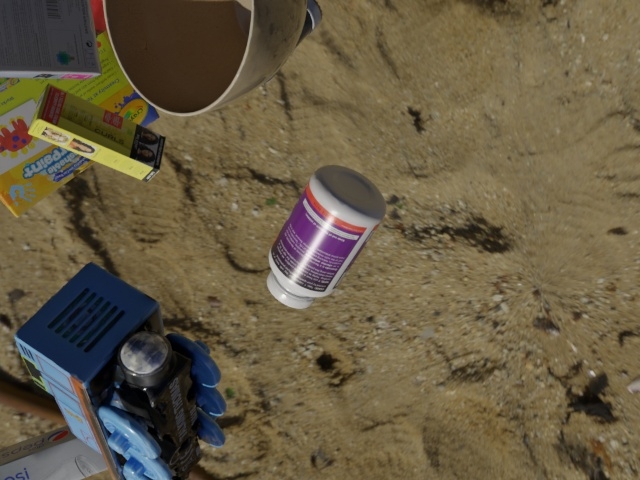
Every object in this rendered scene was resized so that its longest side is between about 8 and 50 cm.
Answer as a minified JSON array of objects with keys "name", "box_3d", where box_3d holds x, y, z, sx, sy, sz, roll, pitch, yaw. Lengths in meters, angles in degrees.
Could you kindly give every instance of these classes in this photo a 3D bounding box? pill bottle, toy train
[{"name":"pill bottle","box_3d":[0.000,0.000,1.709,0.181,0.181,0.323,42,123,14]},{"name":"toy train","box_3d":[-0.118,0.098,0.476,0.105,0.184,0.080,31,58,16]}]

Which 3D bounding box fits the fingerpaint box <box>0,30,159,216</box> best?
[{"name":"fingerpaint box","box_3d":[-0.683,-0.343,1.858,0.445,0.371,0.163,-41,39,-19]}]

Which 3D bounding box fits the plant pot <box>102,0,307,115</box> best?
[{"name":"plant pot","box_3d":[-0.127,-0.318,1.017,0.284,0.191,0.284,13,110,37]}]

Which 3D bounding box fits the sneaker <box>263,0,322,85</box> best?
[{"name":"sneaker","box_3d":[-0.126,-0.328,1.328,0.099,0.282,0.153,46,60,-19]}]

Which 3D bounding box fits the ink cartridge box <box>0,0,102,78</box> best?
[{"name":"ink cartridge box","box_3d":[-0.560,-0.388,1.365,0.065,0.311,0.186,-5,94,47]}]

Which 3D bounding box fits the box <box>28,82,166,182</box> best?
[{"name":"box","box_3d":[-0.402,-0.193,1.384,0.058,0.232,0.087,-33,43,45]}]

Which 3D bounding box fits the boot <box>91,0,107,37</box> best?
[{"name":"boot","box_3d":[-0.507,-0.525,1.585,0.176,0.244,0.088,-40,57,-7]}]

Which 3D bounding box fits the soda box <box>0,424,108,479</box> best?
[{"name":"soda box","box_3d":[-0.594,0.476,1.615,0.286,0.091,0.098,-17,104,-17]}]
